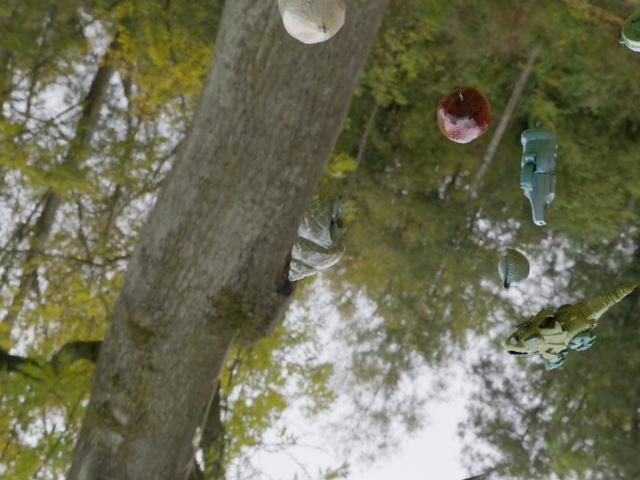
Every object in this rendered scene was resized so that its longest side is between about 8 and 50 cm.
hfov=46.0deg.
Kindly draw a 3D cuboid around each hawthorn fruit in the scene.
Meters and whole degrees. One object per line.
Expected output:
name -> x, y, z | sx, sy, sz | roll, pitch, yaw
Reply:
hawthorn fruit -> 0.408, -0.374, 2.167 | 0.157, 0.157, 0.194 | 31, 167, 29

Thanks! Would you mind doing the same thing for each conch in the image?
conch -> 0.364, 0.052, 1.410 | 0.057, 0.076, 0.085 | -4, -143, 3
conch -> 0.000, -0.014, 1.485 | 0.106, 0.172, 0.116 | 6, -153, 3

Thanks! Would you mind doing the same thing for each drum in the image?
drum -> 0.917, -0.528, 2.026 | 0.049, 0.130, 0.253 | 41, -166, -51

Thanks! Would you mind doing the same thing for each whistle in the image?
whistle -> 0.560, -0.175, 1.928 | 0.093, 0.273, 0.186 | -3, 165, 26

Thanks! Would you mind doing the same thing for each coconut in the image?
coconut -> -0.013, -0.372, 1.206 | 0.110, 0.110, 0.124 | 9, -138, -36

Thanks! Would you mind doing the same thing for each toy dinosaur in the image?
toy dinosaur -> 0.468, 0.155, 1.404 | 0.153, 0.259, 0.094 | 47, -163, -58

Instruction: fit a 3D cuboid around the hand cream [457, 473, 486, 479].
hand cream -> 0.165, 0.512, 1.417 | 0.313, 0.111, 0.070 | -8, -173, -6
